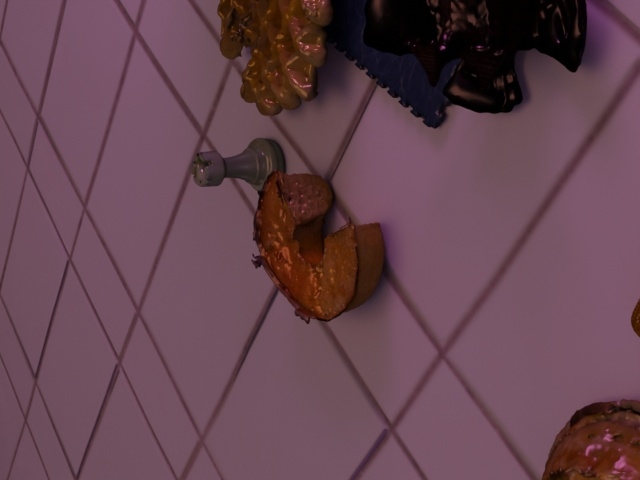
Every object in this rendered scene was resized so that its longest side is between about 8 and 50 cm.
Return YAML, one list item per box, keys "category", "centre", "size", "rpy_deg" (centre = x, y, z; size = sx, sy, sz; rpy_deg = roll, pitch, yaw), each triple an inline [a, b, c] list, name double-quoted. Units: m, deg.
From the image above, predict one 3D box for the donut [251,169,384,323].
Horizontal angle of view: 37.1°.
- category: "donut"
  centre: [-0.001, 0.011, 1.059]
  size: [0.181, 0.078, 0.146]
  rpy_deg: [35, 124, 38]

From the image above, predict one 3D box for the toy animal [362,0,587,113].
- category: "toy animal"
  centre: [0.139, -0.212, 0.823]
  size: [0.218, 0.116, 0.179]
  rpy_deg: [12, 85, 37]

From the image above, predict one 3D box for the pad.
- category: "pad"
  centre: [0.082, -0.287, 0.943]
  size: [0.269, 0.012, 0.269]
  rpy_deg: [47, 131, 39]

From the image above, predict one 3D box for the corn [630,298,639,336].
- category: "corn"
  centre: [0.268, 0.040, 0.726]
  size: [0.037, 0.037, 0.092]
  rpy_deg: [52, 136, 35]

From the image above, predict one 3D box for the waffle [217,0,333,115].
- category: "waffle"
  centre: [-0.050, -0.271, 1.075]
  size: [0.250, 0.056, 0.261]
  rpy_deg: [17, 106, 58]

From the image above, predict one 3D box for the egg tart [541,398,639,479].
- category: "egg tart"
  centre: [0.242, 0.236, 0.757]
  size: [0.212, 0.090, 0.212]
  rpy_deg: [5, 96, 52]

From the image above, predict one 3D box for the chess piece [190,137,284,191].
- category: "chess piece"
  centre: [-0.102, -0.089, 1.151]
  size: [0.067, 0.103, 0.067]
  rpy_deg: [14, 107, 53]
